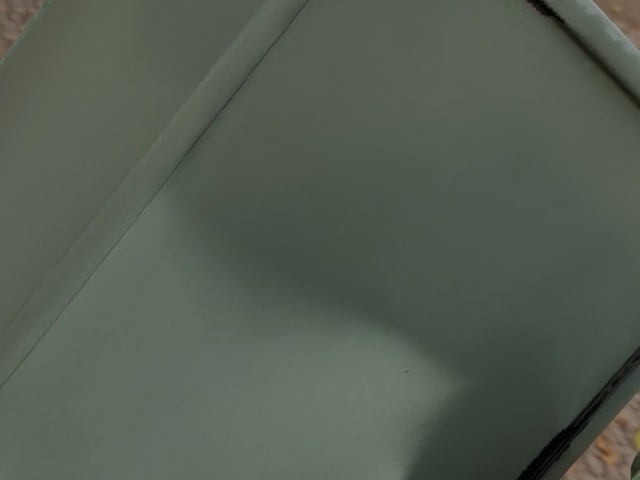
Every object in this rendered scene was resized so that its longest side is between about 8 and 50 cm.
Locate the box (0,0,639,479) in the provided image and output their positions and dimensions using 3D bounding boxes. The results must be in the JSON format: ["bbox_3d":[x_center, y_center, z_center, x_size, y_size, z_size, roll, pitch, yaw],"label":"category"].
[{"bbox_3d":[0.000,0.000,0.432,0.225,0.225,0.117,34,10,-39],"label":"box"}]

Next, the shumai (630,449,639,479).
[{"bbox_3d":[0.076,0.146,0.406,0.261,0.225,0.222,5,57,6],"label":"shumai"}]
